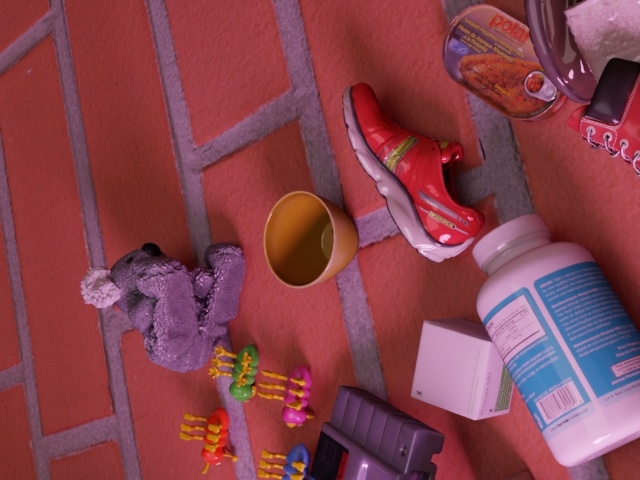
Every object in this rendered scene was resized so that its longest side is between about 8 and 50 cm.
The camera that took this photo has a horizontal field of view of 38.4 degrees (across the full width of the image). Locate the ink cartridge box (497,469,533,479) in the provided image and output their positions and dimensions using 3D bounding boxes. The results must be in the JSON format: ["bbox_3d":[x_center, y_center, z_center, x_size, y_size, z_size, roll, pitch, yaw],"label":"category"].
[{"bbox_3d":[0.211,0.397,1.029,0.088,0.193,0.235,-43,61,33],"label":"ink cartridge box"}]

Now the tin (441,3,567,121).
[{"bbox_3d":[0.232,-0.222,1.142,0.189,0.040,0.106,44,119,34],"label":"tin"}]

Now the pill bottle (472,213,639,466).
[{"bbox_3d":[0.269,0.104,1.022,0.146,0.146,0.264,-40,64,33],"label":"pill bottle"}]

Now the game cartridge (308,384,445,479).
[{"bbox_3d":[0.039,0.385,1.190,0.230,0.068,0.355,14,89,61],"label":"game cartridge"}]

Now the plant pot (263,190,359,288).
[{"bbox_3d":[0.000,0.000,1.294,0.134,0.095,0.134,-2,87,42],"label":"plant pot"}]

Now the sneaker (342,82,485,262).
[{"bbox_3d":[0.126,-0.105,1.208,0.118,0.107,0.279,-35,68,14],"label":"sneaker"}]

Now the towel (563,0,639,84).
[{"bbox_3d":[0.407,-0.199,0.907,0.282,0.049,0.187,-20,100,27],"label":"towel"}]

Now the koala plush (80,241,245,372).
[{"bbox_3d":[-0.262,0.086,1.464,0.221,0.196,0.203,20,111,36],"label":"koala plush"}]

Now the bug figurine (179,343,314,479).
[{"bbox_3d":[-0.091,0.275,1.378,0.279,0.072,0.216,13,90,45],"label":"bug figurine"}]

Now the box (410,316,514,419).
[{"bbox_3d":[0.181,0.156,1.136,0.102,0.087,0.101,15,98,41],"label":"box"}]

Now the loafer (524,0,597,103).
[{"bbox_3d":[0.315,-0.336,1.009,0.130,0.133,0.366,4,91,41],"label":"loafer"}]

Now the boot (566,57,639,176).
[{"bbox_3d":[0.322,-0.056,0.891,0.176,0.088,0.244,8,83,22],"label":"boot"}]
